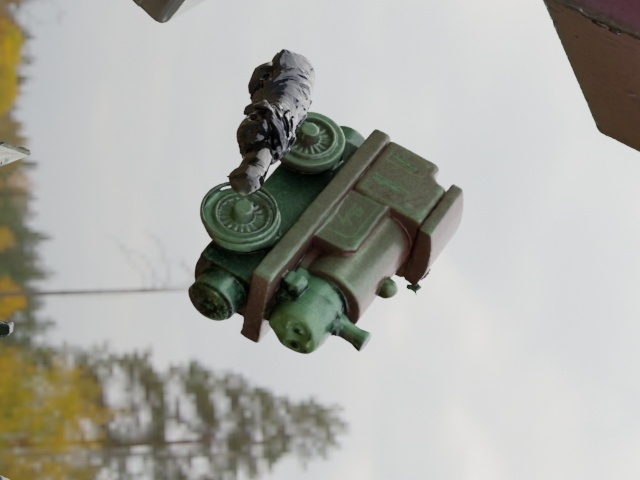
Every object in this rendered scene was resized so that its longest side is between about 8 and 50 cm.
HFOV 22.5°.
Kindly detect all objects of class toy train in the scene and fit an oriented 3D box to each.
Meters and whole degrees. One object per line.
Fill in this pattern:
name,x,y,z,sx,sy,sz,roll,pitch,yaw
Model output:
toy train,0.000,0.000,1.740,0.304,0.221,0.150,-50,163,-35

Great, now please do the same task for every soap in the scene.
soap,0.345,-0.174,1.658,0.181,0.081,0.259,32,-12,37

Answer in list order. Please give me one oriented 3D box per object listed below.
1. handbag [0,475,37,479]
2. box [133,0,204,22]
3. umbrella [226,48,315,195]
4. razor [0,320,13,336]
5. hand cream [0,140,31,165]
handbag,-0.273,0.333,1.664,0.208,0.127,0.229,42,-15,10
box,-0.070,-0.289,1.363,0.244,0.055,0.103,-46,178,34
umbrella,-0.054,-0.107,1.537,0.248,0.071,0.071,-70,171,-54
razor,-0.444,0.091,1.830,0.066,0.190,0.033,-59,152,-82
hand cream,-0.408,-0.090,1.780,0.234,0.080,0.050,-31,137,-68
